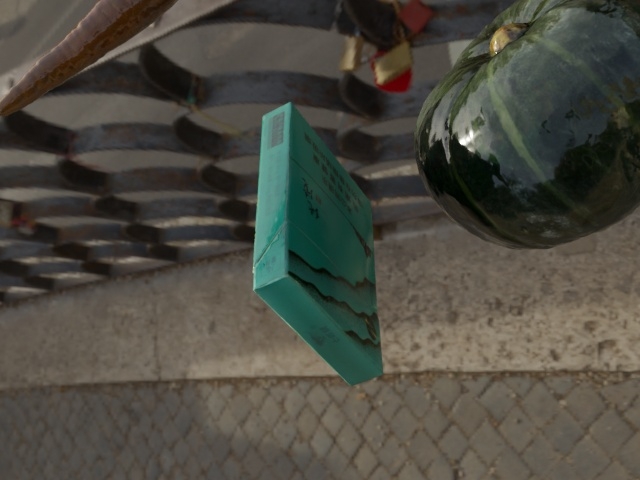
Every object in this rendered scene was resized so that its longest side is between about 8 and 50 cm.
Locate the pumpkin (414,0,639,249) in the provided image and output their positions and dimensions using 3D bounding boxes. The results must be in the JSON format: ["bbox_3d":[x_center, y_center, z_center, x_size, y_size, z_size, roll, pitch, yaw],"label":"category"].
[{"bbox_3d":[0.234,-0.122,0.838,0.300,0.207,0.300,-45,10,10],"label":"pumpkin"}]

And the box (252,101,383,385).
[{"bbox_3d":[0.000,0.000,0.830,0.042,0.161,0.226,-25,41,22],"label":"box"}]

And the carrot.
[{"bbox_3d":[-0.207,-0.178,0.797,0.216,0.048,0.048,-40,51,-3],"label":"carrot"}]
